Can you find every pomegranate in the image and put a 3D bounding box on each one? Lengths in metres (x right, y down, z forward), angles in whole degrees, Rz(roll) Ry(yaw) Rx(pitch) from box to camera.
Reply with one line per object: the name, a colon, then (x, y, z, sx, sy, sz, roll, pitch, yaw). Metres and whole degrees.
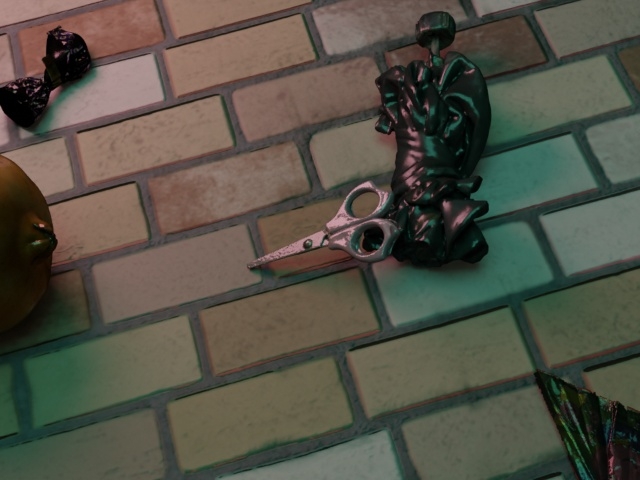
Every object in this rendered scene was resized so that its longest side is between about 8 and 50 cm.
pomegranate: (-0.390, -0.001, 1.348, 0.209, 0.209, 0.209, -3, 56, 4)

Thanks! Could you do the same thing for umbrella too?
umbrella: (0.125, -0.129, 1.438, 0.143, 0.094, 0.349, 1, 60, 9)

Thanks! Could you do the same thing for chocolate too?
chocolate: (-0.342, -0.212, 1.569, 0.072, 0.070, 0.147, 35, 63, -6)

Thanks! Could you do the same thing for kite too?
kite: (0.342, 0.233, 1.225, 0.321, 0.016, 0.234, 18, 60, 17)

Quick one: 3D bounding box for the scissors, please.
scissors: (0.000, 0.000, 1.379, 0.189, 0.015, 0.100, -21, 57, 22)
